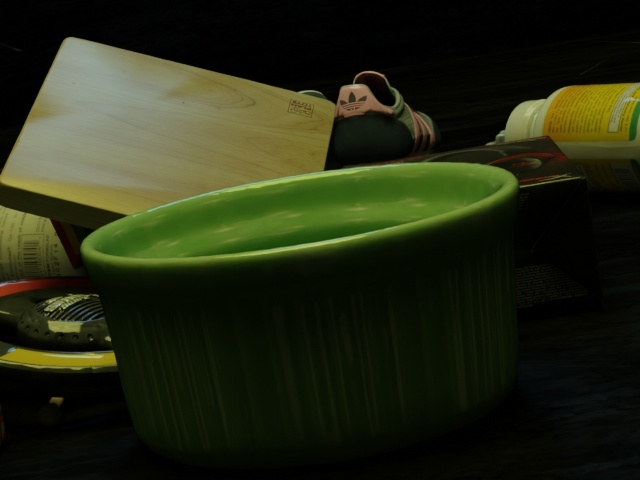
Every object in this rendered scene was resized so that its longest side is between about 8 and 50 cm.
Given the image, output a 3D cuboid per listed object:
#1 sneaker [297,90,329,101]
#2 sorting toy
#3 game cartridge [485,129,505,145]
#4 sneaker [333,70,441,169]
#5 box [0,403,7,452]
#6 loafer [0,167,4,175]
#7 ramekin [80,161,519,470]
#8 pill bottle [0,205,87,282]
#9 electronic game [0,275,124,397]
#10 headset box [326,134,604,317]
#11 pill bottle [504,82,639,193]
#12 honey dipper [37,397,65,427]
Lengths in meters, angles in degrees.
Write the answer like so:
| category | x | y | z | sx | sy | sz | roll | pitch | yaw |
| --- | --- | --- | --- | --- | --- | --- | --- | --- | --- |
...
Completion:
| category | x | y | z | sx | sy | sz | roll | pitch | yaw |
| --- | --- | --- | --- | --- | --- | --- | --- | --- | --- |
| sneaker | -0.040 | -0.108 | 2.217 | 0.226 | 0.086 | 0.163 | -41 | 17 | -25 |
| sorting toy | -0.132 | -0.052 | 1.617 | 0.257 | 0.089 | 0.255 | 14 | 34 | -2 |
| game cartridge | 0.360 | -0.116 | 2.152 | 0.196 | 0.060 | 0.294 | -20 | 15 | -34 |
| sneaker | 0.088 | -0.160 | 2.394 | 0.112 | 0.131 | 0.319 | -7 | 10 | 12 |
| box | -0.244 | 0.114 | 1.271 | 0.027 | 0.094 | 0.137 | -9 | 10 | 0 |
| loafer | -0.460 | -0.013 | 2.059 | 0.302 | 0.095 | 0.109 | -13 | 28 | 2 |
| ramekin | -0.005 | 0.048 | 1.276 | 0.303 | 0.148 | 0.303 | -9 | 10 | 2 |
| pill bottle | -0.273 | 0.012 | 1.748 | 0.229 | 0.131 | 0.131 | -2 | 12 | 32 |
| electronic game | -0.192 | 0.069 | 1.445 | 0.229 | 0.048 | 0.229 | 2 | 16 | -1 |
| headset box | 0.113 | -0.010 | 1.602 | 0.218 | 0.110 | 0.293 | -9 | 10 | 3 |
| pill bottle | 0.301 | -0.108 | 1.967 | 0.117 | 0.118 | 0.208 | -18 | 13 | -41 |
| honey dipper | -0.197 | 0.111 | 1.431 | 0.030 | 0.030 | 0.161 | -8 | 12 | 3 |
